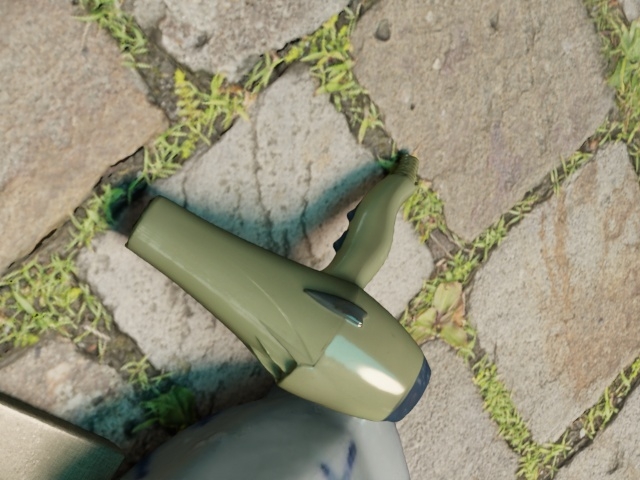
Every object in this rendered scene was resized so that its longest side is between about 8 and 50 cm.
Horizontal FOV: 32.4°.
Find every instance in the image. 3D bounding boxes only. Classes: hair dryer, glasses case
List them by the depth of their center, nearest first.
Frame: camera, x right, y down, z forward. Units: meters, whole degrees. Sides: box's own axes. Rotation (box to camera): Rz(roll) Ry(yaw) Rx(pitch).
[{"bbox_3d":[-0.272,0.174,0.955,0.205,0.047,0.071,34,86,-37],"label":"glasses case"},{"bbox_3d":[-0.034,0.006,1.031,0.296,0.119,0.298,17,54,-21],"label":"hair dryer"}]

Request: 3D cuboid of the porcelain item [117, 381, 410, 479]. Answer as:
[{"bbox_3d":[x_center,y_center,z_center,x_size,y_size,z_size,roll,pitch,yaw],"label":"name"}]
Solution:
[{"bbox_3d":[-0.086,0.295,1.004,0.405,0.178,0.242,-40,125,-36],"label":"porcelain item"}]
